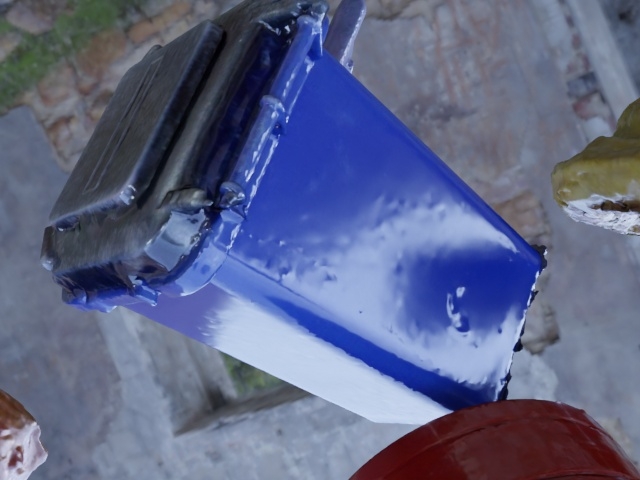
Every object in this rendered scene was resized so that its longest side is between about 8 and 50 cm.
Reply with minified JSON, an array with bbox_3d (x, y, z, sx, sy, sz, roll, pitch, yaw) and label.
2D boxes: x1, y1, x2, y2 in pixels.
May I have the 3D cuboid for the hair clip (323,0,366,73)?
[{"bbox_3d":[-0.025,-0.098,0.798,0.137,0.278,0.090,12,150,-1],"label":"hair clip"}]

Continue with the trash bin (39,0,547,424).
[{"bbox_3d":[0.000,0.000,0.510,0.184,0.234,0.162,-11,-129,55],"label":"trash bin"}]

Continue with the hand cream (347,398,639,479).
[{"bbox_3d":[0.094,0.185,0.467,0.193,0.193,0.125,-23,-145,-8],"label":"hand cream"}]

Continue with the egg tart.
[{"bbox_3d":[0.322,-0.049,0.732,0.290,0.115,0.290,10,180,0],"label":"egg tart"}]

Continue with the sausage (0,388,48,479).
[{"bbox_3d":[-0.356,0.131,0.630,0.349,0.097,0.094,1,-154,2],"label":"sausage"}]
